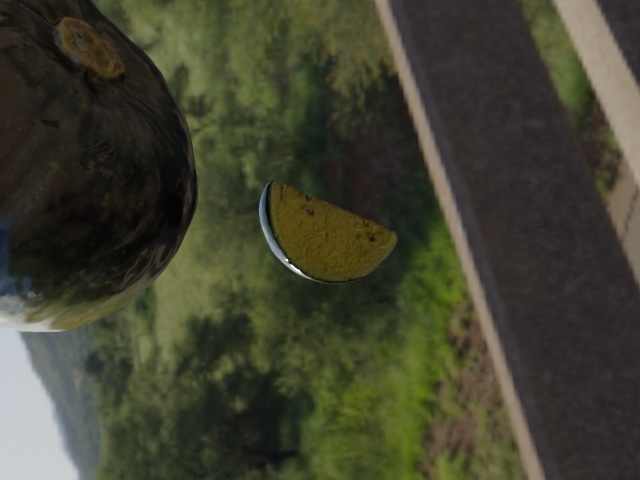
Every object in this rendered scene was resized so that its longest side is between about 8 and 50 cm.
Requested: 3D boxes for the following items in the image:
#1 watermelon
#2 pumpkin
[{"bbox_3d":[0.000,0.008,1.392,0.092,0.181,0.075,-52,30,25],"label":"watermelon"},{"bbox_3d":[-0.345,-0.097,1.272,0.344,0.454,0.454,-42,38,19],"label":"pumpkin"}]
